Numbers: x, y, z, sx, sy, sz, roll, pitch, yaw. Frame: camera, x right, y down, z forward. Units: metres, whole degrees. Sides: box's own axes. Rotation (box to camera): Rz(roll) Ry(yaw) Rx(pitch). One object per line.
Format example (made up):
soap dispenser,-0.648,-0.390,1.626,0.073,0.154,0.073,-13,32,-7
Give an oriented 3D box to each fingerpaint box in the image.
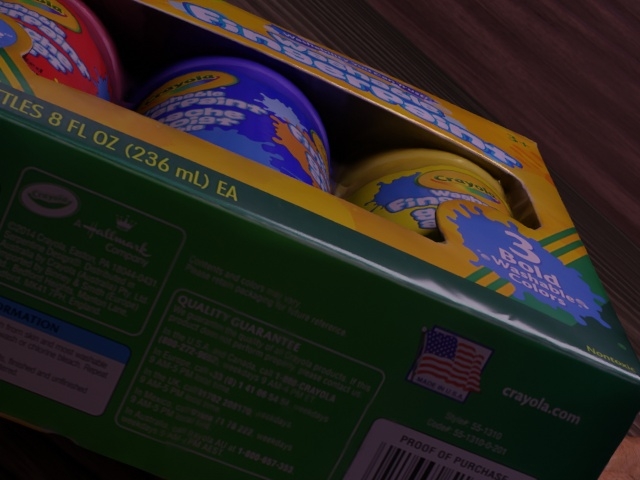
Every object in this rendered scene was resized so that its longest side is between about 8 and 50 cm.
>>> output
fingerpaint box,-0.066,-0.023,0.863,0.444,0.163,0.371,23,20,-10

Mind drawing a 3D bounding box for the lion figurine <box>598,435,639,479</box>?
lion figurine,0.197,0.223,0.937,0.240,0.142,0.392,12,23,-26
